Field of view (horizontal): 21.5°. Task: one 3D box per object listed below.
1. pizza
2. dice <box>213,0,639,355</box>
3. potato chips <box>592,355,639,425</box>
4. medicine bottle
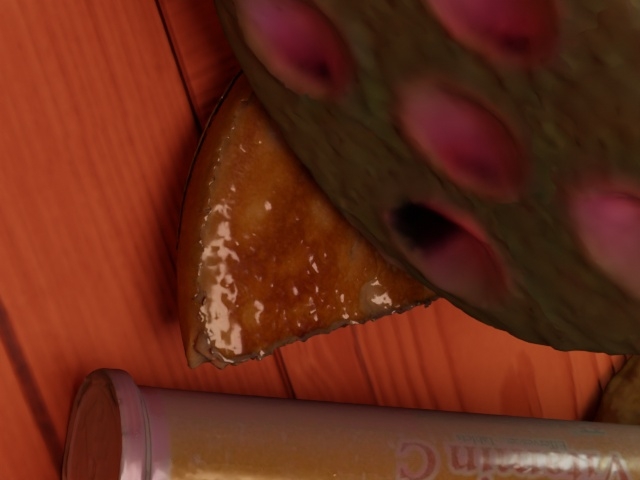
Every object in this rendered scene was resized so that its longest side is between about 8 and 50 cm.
[{"bbox_3d":[0.000,0.000,0.954,0.193,0.053,0.201,32,71,-29],"label":"pizza"},{"bbox_3d":[0.164,-0.149,0.844,0.322,0.330,0.318,-48,114,-28],"label":"dice"},{"bbox_3d":[0.311,0.038,1.146,0.407,0.057,0.080,-37,121,-20],"label":"potato chips"},{"bbox_3d":[0.072,0.145,0.959,0.426,0.108,0.108,8,95,-24],"label":"medicine bottle"}]
